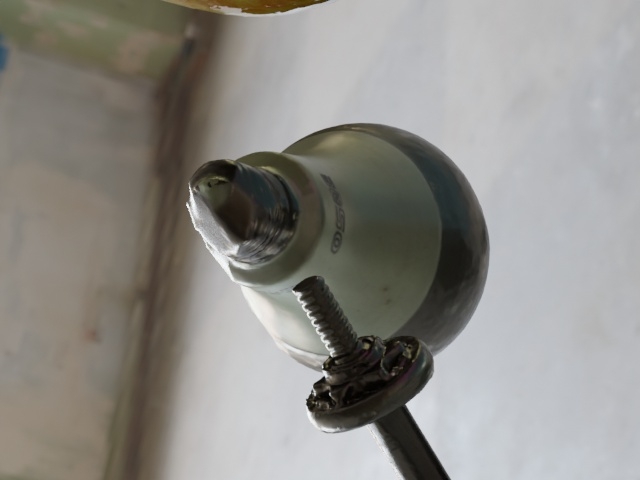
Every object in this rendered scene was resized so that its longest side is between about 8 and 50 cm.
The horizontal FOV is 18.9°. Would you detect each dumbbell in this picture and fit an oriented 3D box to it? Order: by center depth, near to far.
[{"bbox_3d":[0.054,0.127,1.094,0.082,0.254,0.081,-28,17,9],"label":"dumbbell"}]

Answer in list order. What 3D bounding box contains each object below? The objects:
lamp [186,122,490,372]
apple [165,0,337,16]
[{"bbox_3d":[0.011,0.015,1.296,0.182,0.182,0.314,-70,-13,13],"label":"lamp"},{"bbox_3d":[-0.033,-0.250,1.082,0.264,0.264,0.264,-164,90,-74],"label":"apple"}]
